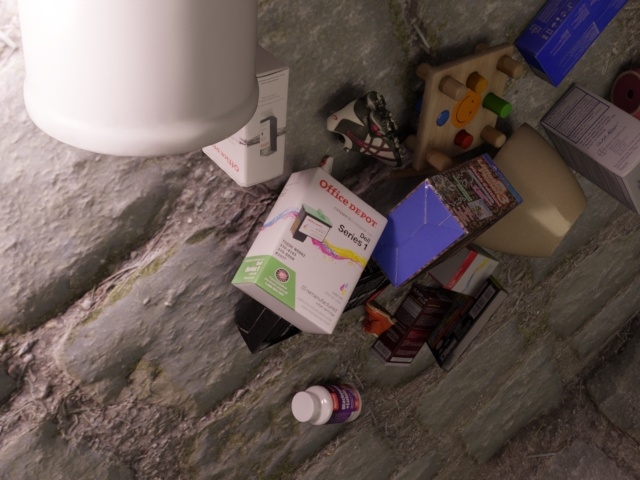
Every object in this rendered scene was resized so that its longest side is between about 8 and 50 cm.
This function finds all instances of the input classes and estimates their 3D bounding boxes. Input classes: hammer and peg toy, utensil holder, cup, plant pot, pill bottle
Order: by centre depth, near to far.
[{"bbox_3d":[-0.233,-0.355,1.052,0.328,0.327,0.385,-20,135,-31],"label":"utensil holder"},{"bbox_3d":[0.309,-0.252,1.834,0.266,0.127,0.361,-24,138,-32],"label":"hammer and peg toy"},{"bbox_3d":[0.514,-0.089,2.010,0.331,0.237,0.331,-50,166,-17],"label":"cup"},{"bbox_3d":[0.015,0.451,2.225,0.193,0.108,0.108,7,118,-48],"label":"pill bottle"},{"bbox_3d":[0.927,-0.410,2.270,0.180,0.201,0.201,-2,127,-23],"label":"plant pot"}]

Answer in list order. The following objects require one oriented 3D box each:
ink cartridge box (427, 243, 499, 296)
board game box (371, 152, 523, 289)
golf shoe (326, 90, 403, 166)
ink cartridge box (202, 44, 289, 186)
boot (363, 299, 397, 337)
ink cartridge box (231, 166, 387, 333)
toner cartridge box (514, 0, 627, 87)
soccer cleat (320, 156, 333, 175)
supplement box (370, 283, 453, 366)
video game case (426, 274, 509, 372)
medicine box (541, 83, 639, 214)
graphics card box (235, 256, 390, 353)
[{"bbox_3d":[0.370,0.058,2.192,0.176,0.128,0.127,18,110,-50],"label":"ink cartridge box"},{"bbox_3d":[0.269,-0.046,1.786,0.291,0.141,0.232,-25,165,-50],"label":"board game box"},{"bbox_3d":[0.101,-0.226,1.711,0.120,0.105,0.273,-16,157,14],"label":"golf shoe"},{"bbox_3d":[-0.136,-0.226,1.403,0.092,0.158,0.218,-21,137,-31],"label":"ink cartridge box"},{"bbox_3d":[0.145,0.214,2.179,0.084,0.059,0.158,-42,145,2],"label":"boot"},{"bbox_3d":[-0.017,0.020,1.641,0.201,0.117,0.278,36,69,-23],"label":"ink cartridge box"},{"bbox_3d":[0.621,-0.550,1.918,0.348,0.075,0.165,-51,144,6],"label":"toner cartridge box"},{"bbox_3d":[0.012,-0.139,1.732,0.029,0.035,0.083,2,122,-45],"label":"soccer cleat"},{"bbox_3d":[0.259,0.244,2.302,0.130,0.073,0.239,14,114,-51],"label":"supplement box"},{"bbox_3d":[0.398,0.205,2.283,0.035,0.248,0.275,32,102,-16],"label":"video game case"},{"bbox_3d":[0.773,-0.244,2.172,0.149,0.289,0.263,-48,144,5],"label":"medicine box"},{"bbox_3d":[0.006,0.119,1.854,0.371,0.094,0.233,-23,164,-30],"label":"graphics card box"}]
